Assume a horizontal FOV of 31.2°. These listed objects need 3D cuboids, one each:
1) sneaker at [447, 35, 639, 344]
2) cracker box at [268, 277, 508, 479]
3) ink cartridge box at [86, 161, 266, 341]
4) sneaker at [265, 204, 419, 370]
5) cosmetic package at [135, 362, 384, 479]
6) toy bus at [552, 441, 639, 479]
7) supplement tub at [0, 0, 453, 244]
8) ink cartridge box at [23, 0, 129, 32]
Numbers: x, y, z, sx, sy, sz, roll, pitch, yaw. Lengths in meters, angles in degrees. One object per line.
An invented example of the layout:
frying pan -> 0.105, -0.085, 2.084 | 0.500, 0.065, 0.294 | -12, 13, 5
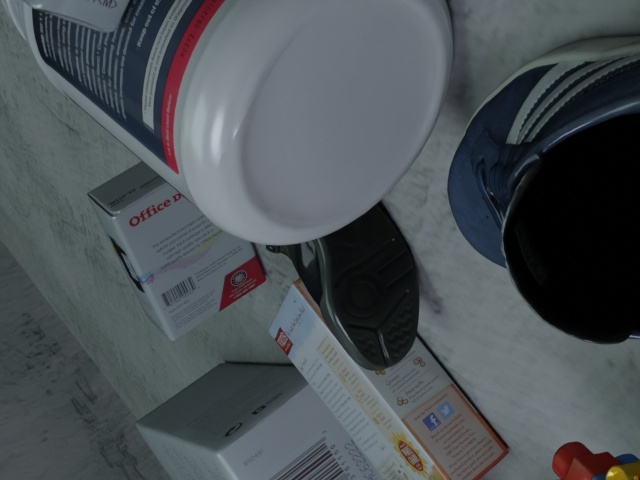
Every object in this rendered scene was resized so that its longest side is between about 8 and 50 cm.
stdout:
sneaker -> 0.123, -0.017, 0.539 | 0.131, 0.148, 0.350 | 57, 160, -5
cracker box -> 0.055, 0.134, 1.054 | 0.232, 0.067, 0.156 | 51, 160, 9
ink cartridge box -> -0.149, -0.003, 1.213 | 0.072, 0.127, 0.175 | 35, 151, 49
sneaker -> 0.000, 0.000, 0.944 | 0.227, 0.087, 0.130 | 60, 162, -5
cosmetic package -> -0.067, 0.291, 1.440 | 0.230, 0.161, 0.453 | 58, 160, -8
toy bus -> 0.203, 0.222, 0.660 | 0.211, 0.149, 0.220 | 39, 124, 48
supplement tub -> -0.069, -0.137, 0.720 | 0.272, 0.191, 0.191 | 39, 155, 37
ink cartridge box -> -0.157, -0.282, 0.658 | 0.060, 0.239, 0.275 | 12, -159, -49
